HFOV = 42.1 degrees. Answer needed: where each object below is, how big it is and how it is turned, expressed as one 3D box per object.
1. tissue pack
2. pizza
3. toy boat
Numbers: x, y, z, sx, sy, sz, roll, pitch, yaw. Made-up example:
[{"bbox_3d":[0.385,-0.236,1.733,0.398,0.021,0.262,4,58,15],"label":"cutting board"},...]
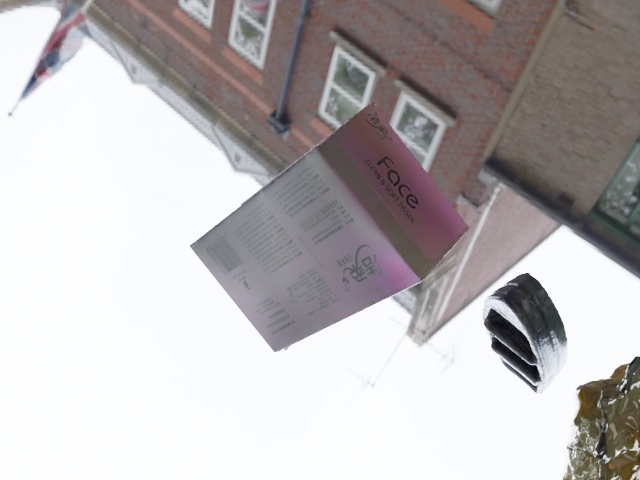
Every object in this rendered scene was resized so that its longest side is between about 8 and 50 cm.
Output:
[{"bbox_3d":[0.000,0.000,0.785,0.148,0.246,0.092,53,-130,-5],"label":"tissue pack"},{"bbox_3d":[0.328,0.250,0.830,0.435,0.391,0.080,-4,-162,-46],"label":"pizza"},{"bbox_3d":[0.312,0.141,1.277,0.078,0.283,0.127,-39,-125,-9],"label":"toy boat"}]
